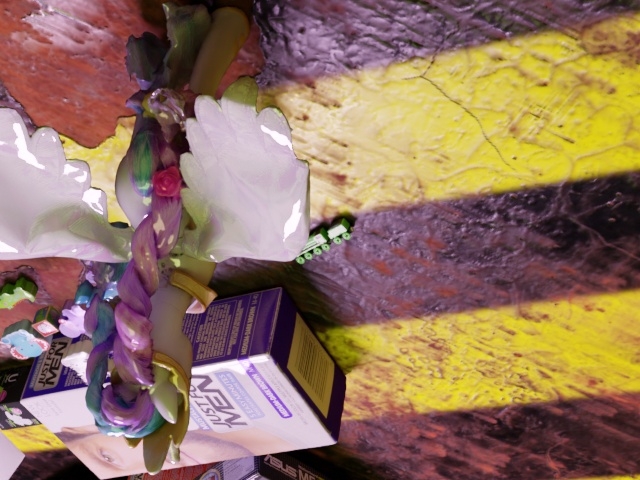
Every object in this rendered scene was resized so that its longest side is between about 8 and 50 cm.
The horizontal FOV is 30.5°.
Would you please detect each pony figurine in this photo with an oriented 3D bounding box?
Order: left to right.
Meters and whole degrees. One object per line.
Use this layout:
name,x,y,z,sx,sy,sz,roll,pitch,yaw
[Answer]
pony figurine,-0.131,-0.034,0.988,0.303,0.363,0.351,1,136,11

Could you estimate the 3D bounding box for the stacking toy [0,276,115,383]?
stacking toy,-0.298,0.099,1.303,0.221,0.167,0.052,-21,129,28

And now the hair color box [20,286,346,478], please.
hair color box,-0.162,0.179,1.407,0.339,0.110,0.185,-12,134,24

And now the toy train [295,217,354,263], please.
toy train,0.000,0.000,1.253,0.083,0.017,0.023,-27,116,33

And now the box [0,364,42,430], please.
box,-0.378,0.199,1.499,0.083,0.062,0.052,-10,132,21

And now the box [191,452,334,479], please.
box,-0.102,0.391,1.577,0.270,0.060,0.216,-37,127,26

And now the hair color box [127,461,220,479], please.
hair color box,-0.178,0.357,1.635,0.167,0.053,0.093,-8,135,20

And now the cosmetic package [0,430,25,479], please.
cosmetic package,-0.476,0.230,1.503,0.099,0.060,0.239,19,153,24
